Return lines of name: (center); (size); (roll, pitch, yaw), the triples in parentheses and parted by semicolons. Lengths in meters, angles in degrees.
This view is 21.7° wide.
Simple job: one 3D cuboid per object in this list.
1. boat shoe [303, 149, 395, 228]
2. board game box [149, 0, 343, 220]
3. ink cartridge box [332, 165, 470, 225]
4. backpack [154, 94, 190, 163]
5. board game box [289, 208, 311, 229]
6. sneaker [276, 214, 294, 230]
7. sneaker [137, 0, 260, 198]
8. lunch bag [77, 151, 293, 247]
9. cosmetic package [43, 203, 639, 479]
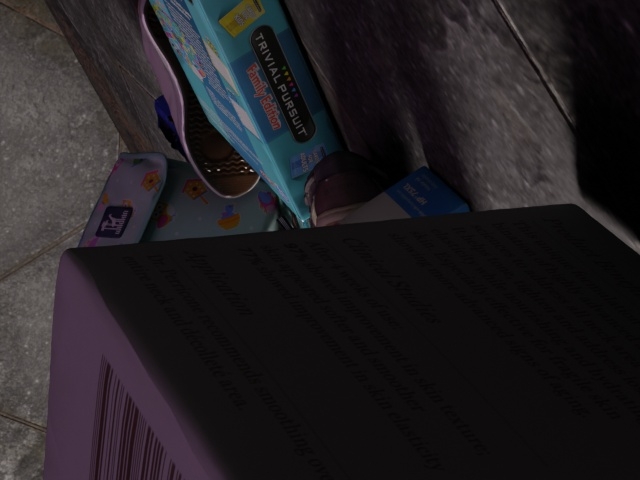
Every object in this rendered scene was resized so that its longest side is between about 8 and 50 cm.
boat shoe: (0.033, -0.038, 1.659); (0.285, 0.102, 0.092); (27, -126, -85)
board game box: (-0.098, -0.216, 1.772); (0.254, 0.079, 0.336); (47, 166, 48)
ink cartridge box: (0.037, 0.054, 1.502); (0.078, 0.231, 0.134); (47, 166, 46)
backpack: (-0.158, -0.156, 2.229); (0.120, 0.098, 0.101); (54, 167, 24)
board game box: (0.000, 0.000, 1.989); (0.126, 0.026, 0.186); (81, 167, -47)
sneaker: (0.014, 0.083, 2.108); (0.268, 0.101, 0.153); (54, 173, 33)
sneaker: (-0.147, -0.196, 2.069); (0.123, 0.106, 0.290); (-128, 18, -66)
lunch bag: (-0.194, 0.011, 2.194); (0.262, 0.223, 0.160); (18, 166, 15)
cosmetic package: (0.060, 0.199, 1.047); (0.329, 0.393, 0.327); (46, 135, 52)
